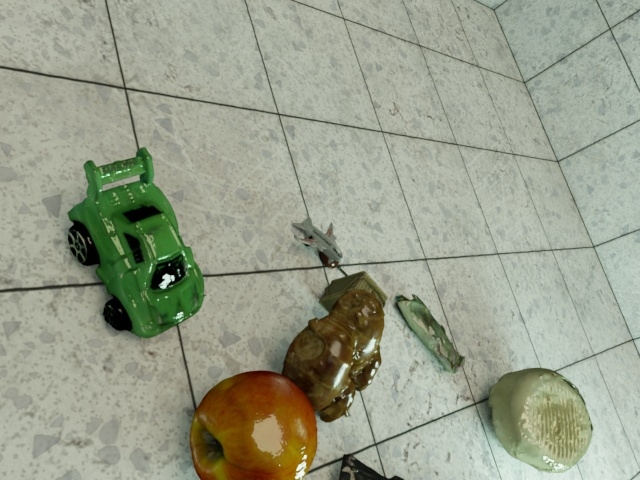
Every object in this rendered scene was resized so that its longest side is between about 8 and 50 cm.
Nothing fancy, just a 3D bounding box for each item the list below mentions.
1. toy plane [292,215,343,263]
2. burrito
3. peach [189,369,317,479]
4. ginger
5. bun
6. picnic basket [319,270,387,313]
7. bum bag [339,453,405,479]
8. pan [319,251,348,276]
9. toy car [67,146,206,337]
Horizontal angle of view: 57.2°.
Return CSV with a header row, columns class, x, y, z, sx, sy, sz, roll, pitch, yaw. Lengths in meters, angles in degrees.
class,x,y,z,sx,sy,sz,roll,pitch,yaw
toy plane,0.000,0.000,1.657,0.162,0.065,0.171,-21,67,-47
burrito,0.342,0.287,1.836,0.309,0.066,0.096,51,45,-6
peach,-0.125,0.393,1.197,0.280,0.238,0.281,19,16,-6
ginger,0.031,0.297,1.435,0.357,0.152,0.274,-39,138,-35
bun,0.700,0.587,1.915,0.359,0.211,0.360,14,60,-26
picnic basket,0.088,0.160,1.592,0.115,0.164,0.079,48,52,-14
bum bag,0.136,0.624,1.444,0.248,0.060,0.123,33,53,-19
pan,0.046,0.062,1.706,0.115,0.023,0.068,44,43,-17
toy car,-0.372,0.012,1.218,0.213,0.176,0.359,-25,87,-47
